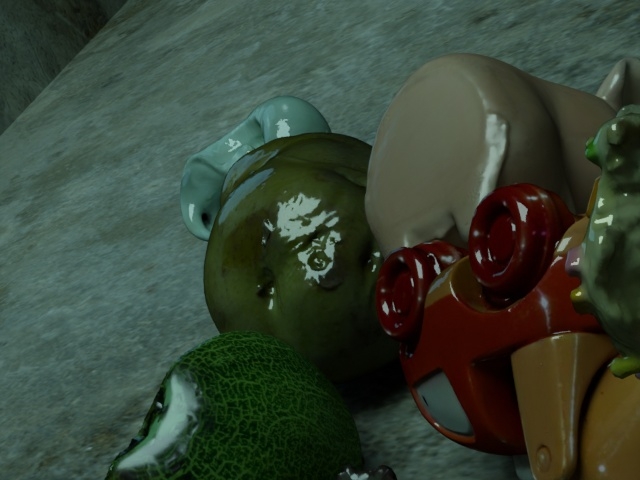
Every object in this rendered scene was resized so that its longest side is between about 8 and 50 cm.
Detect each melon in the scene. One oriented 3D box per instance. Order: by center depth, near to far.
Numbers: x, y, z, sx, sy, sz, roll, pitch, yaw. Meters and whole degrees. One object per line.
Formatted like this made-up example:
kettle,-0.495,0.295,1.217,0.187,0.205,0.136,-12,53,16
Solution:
melon,-0.060,0.186,0.997,0.129,0.169,0.265,16,66,32

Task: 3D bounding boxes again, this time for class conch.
conch,-0.074,-0.076,1.593,0.221,0.121,0.185,-28,28,34

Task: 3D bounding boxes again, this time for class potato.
potato,-0.004,-0.001,1.261,0.218,0.202,0.351,-32,26,14

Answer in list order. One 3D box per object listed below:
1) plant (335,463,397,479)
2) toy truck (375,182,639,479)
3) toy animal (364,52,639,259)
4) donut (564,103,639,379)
plant,0.004,0.257,0.820,0.234,0.204,0.178,-34,27,21
toy truck,0.170,0.096,0.898,0.265,0.189,0.239,-36,54,57
toy animal,0.170,-0.057,1.120,0.195,0.256,0.213,-36,54,35
donut,0.305,0.063,0.639,0.371,0.307,0.150,25,88,43
